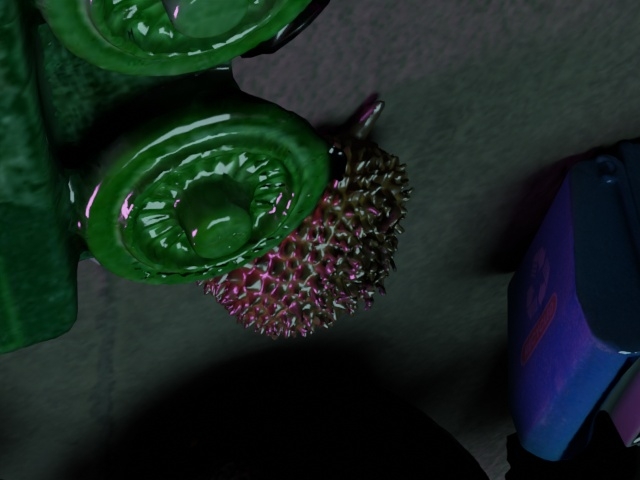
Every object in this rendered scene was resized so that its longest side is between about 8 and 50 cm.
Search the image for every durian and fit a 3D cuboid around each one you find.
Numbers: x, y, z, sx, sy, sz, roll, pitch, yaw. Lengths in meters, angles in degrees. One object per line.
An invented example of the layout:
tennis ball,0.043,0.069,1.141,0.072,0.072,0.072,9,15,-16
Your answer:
durian,0.003,0.001,0.785,0.110,0.071,0.140,1,136,-42

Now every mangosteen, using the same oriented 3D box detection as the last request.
mangosteen,-0.024,0.214,0.950,0.287,0.233,0.287,-24,158,-10

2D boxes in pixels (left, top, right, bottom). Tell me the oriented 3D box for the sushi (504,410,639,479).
sushi,0.224,0.176,1.055,0.349,0.234,0.207,-59,-179,-36

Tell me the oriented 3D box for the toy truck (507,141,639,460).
toy truck,0.276,0.026,0.942,0.367,0.175,0.146,-12,149,-25

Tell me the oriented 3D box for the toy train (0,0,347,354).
toy train,-0.101,-0.070,0.507,0.201,0.145,0.266,-17,149,-11

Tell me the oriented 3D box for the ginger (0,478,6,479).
ginger,-0.300,0.213,0.803,0.357,0.153,0.274,-5,164,-34
